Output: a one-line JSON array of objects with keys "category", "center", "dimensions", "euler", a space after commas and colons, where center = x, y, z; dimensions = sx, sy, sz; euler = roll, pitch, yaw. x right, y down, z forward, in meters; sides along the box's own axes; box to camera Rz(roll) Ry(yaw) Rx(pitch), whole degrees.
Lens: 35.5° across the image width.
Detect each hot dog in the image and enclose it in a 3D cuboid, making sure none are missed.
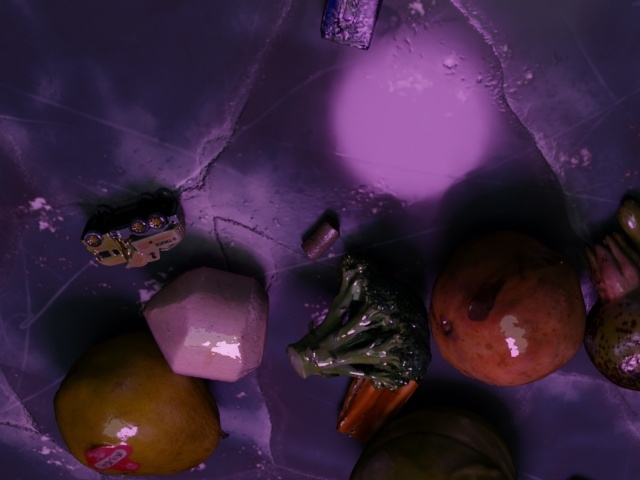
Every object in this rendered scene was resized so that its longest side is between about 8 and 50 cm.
[{"category": "hot dog", "center": [0.113, 0.311, 2.014], "dimensions": [0.115, 0.072, 0.269], "euler": [26, 125, -11]}]

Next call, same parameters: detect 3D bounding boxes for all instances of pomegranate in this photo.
[{"category": "pomegranate", "center": [0.327, 0.126, 1.746], "dimensions": [0.281, 0.281, 0.281], "euler": [3, 124, 5]}, {"category": "pomegranate", "center": [0.565, 0.125, 1.751], "dimensions": [0.204, 0.276, 0.222], "euler": [2, 169, -24]}]

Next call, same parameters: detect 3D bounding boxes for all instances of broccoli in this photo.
[{"category": "broccoli", "center": [0.067, 0.161, 1.812], "dimensions": [0.269, 0.269, 0.254], "euler": [10, 154, 0]}]

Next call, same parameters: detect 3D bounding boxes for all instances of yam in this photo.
[{"category": "yam", "center": [0.000, 0.000, 1.836], "dimensions": [0.043, 0.043, 0.094], "euler": [36, 120, -17]}]

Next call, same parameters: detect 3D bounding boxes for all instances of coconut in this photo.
[{"category": "coconut", "center": [-0.213, 0.153, 1.871], "dimensions": [0.234, 0.224, 0.224], "euler": [5, 124, 2]}]

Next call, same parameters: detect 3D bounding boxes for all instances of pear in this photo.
[{"category": "pear", "center": [-0.345, 0.337, 1.976], "dimensions": [0.375, 0.287, 0.287], "euler": [24, 125, -25]}]

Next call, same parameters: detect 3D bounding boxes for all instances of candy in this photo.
[{"category": "candy", "center": [0.074, -0.445, 1.513], "dimensions": [0.088, 0.061, 0.312], "euler": [16, 124, -2]}]

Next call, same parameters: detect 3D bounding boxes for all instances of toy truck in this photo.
[{"category": "toy truck", "center": [-0.334, -0.012, 1.847], "dimensions": [0.191, 0.085, 0.116], "euler": [-15, 126, 14]}]

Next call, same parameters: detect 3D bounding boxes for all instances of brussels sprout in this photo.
[{"category": "brussels sprout", "center": [0.244, 0.491, 1.986], "dimensions": [0.371, 0.276, 0.315], "euler": [20, 117, -25]}]

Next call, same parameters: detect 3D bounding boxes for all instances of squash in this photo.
[{"category": "squash", "center": [0.572, 0.000, 1.760], "dimensions": [0.052, 0.052, 0.183], "euler": [-24, 121, 22]}]
